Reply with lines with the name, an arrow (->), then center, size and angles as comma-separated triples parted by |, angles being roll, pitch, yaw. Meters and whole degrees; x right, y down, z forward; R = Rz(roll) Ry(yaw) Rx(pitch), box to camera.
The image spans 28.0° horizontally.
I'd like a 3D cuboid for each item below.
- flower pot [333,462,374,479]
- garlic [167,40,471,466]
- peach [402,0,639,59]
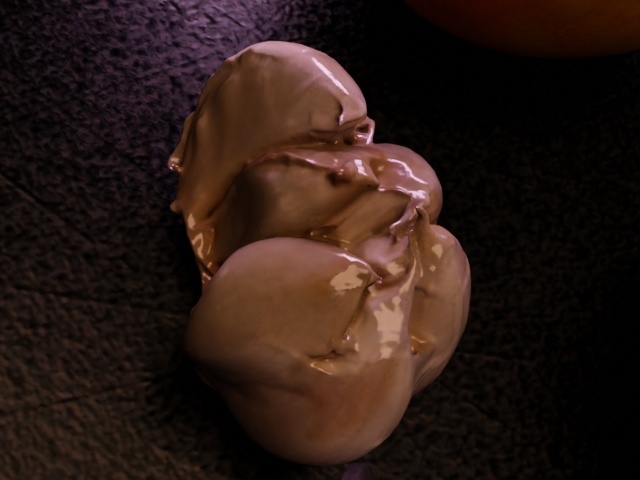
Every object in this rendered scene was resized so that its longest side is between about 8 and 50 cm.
flower pot -> -0.064, 0.247, 0.724 | 0.166, 0.269, 0.269 | 9, 62, 10
garlic -> 0.013, 0.009, 0.862 | 0.184, 0.203, 0.281 | 20, 57, -32
peach -> 0.192, -0.287, 1.010 | 0.332, 0.308, 0.308 | -1, 67, -37
